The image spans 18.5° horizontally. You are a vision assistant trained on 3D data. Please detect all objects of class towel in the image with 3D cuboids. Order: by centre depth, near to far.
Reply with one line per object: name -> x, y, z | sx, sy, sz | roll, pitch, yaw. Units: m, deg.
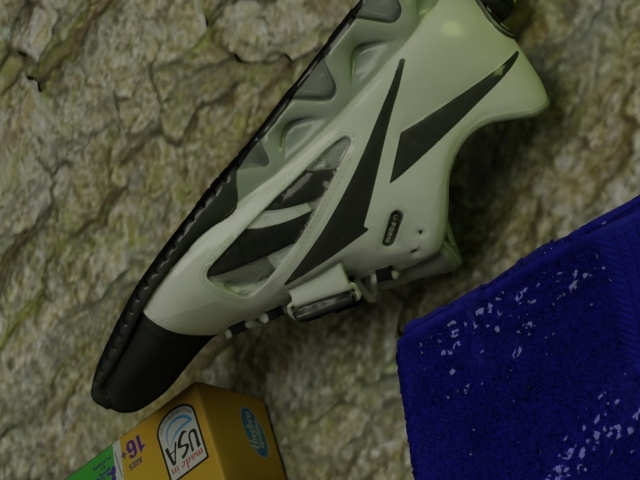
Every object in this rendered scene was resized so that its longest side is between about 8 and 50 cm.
towel -> 0.165, 0.060, 0.984 | 0.308, 0.076, 0.227 | -36, 35, 28

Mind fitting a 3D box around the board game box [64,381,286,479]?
board game box -> -0.095, 0.281, 1.178 | 0.242, 0.064, 0.316 | -38, 53, 25

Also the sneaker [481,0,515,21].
sneaker -> 0.066, -0.213, 1.210 | 0.094, 0.081, 0.208 | -45, 52, 10

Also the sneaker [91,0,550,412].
sneaker -> 0.000, 0.000, 1.144 | 0.330, 0.146, 0.122 | -49, 7, 15
